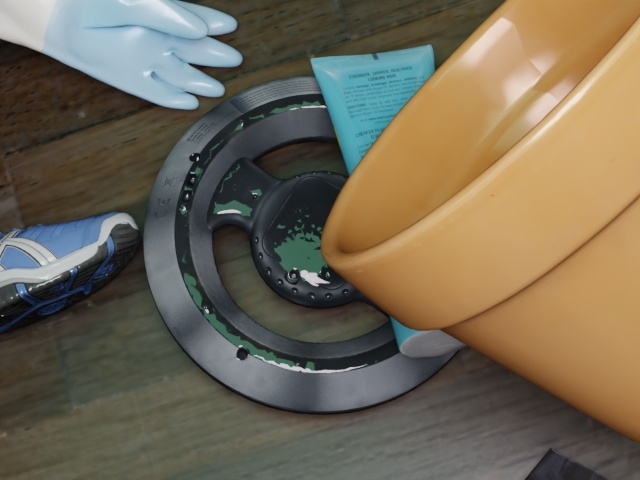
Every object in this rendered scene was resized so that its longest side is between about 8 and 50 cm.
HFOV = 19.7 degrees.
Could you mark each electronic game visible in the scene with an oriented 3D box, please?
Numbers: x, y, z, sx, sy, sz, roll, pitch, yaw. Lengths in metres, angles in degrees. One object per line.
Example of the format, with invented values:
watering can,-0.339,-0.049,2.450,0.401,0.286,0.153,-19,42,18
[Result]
electronic game,0.000,0.000,1.196,0.229,0.048,0.229,1,73,-2

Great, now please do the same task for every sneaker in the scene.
sneaker,-0.221,0.019,1.199,0.211,0.080,0.081,-20,75,-1

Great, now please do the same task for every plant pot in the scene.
plant pot,0.172,-0.028,1.005,0.203,0.291,0.291,43,81,-12

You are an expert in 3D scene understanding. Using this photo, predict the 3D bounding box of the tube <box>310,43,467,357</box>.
tube,0.053,-0.031,1.159,0.080,0.052,0.207,-6,67,-13

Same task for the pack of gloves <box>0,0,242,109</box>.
pack of gloves,-0.128,-0.204,1.209,0.232,0.046,0.195,21,80,-27

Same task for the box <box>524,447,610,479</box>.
box,0.124,0.206,1.092,0.162,0.116,0.029,-49,118,-10
